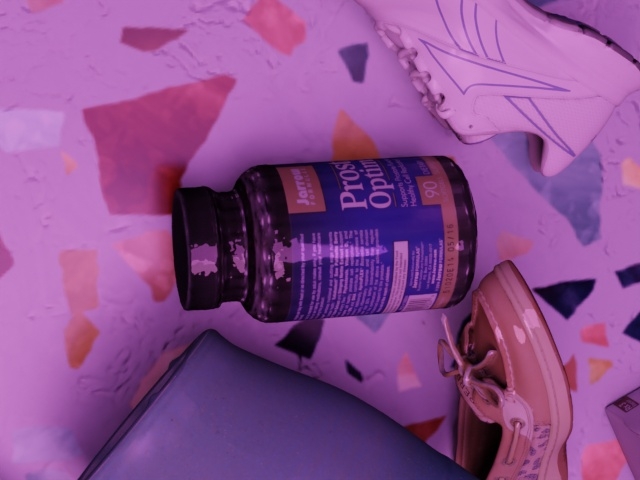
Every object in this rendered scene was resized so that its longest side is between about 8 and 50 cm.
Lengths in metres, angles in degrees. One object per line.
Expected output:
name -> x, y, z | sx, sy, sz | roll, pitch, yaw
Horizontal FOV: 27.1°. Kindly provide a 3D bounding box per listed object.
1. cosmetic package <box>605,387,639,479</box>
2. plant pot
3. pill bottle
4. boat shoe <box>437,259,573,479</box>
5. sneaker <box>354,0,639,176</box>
cosmetic package -> 0.347, 0.240, 1.166 | 0.085, 0.117, 0.231 | -27, 108, -8
plant pot -> -0.046, 0.213, 0.995 | 0.255, 0.271, 0.272 | 40, 90, -4
pill bottle -> 0.000, 0.000, 1.024 | 0.219, 0.123, 0.123 | -4, 102, -14
boat shoe -> 0.143, 0.136, 1.058 | 0.089, 0.105, 0.285 | -15, 131, -3
sneaker -> 0.112, -0.148, 1.033 | 0.297, 0.111, 0.129 | 27, 100, -17
